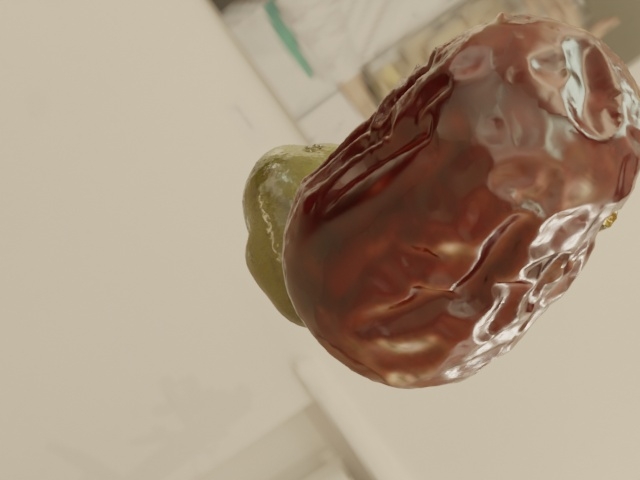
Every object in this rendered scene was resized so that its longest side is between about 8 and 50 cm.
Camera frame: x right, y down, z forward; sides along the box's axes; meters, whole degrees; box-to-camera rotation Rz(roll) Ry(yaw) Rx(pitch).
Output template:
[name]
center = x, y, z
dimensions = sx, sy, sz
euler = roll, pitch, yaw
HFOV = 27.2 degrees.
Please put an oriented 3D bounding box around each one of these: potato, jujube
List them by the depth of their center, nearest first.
[jujube]
center = 0.076, -0.018, 0.720
dimensions = 0.155, 0.230, 0.155
euler = 17, 50, -21
[potato]
center = 0.000, 0.000, 1.509
dimensions = 0.159, 0.174, 0.251
euler = 91, -6, -64

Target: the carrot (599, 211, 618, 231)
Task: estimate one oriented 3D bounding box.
[carrot]
center = 0.155, -0.005, 1.053
dimensions = 0.042, 0.171, 0.042
euler = 21, 61, -44
